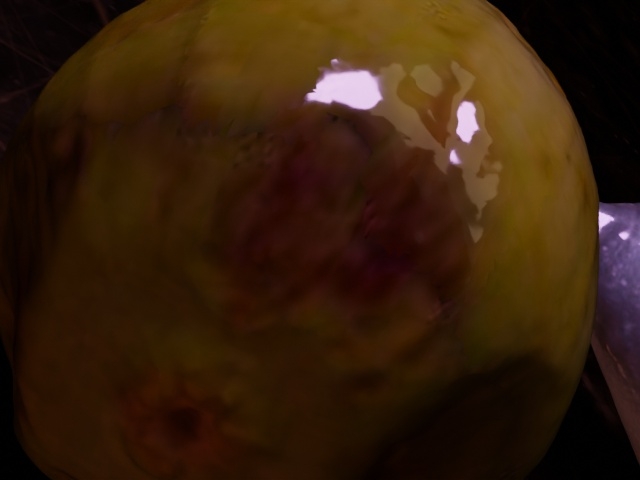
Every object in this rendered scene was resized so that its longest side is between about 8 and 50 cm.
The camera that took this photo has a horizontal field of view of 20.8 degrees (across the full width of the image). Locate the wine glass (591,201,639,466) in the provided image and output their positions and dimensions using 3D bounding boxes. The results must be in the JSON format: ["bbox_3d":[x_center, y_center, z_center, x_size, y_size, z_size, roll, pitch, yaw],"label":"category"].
[{"bbox_3d":[0.129,-0.013,0.926,0.406,0.267,0.267,33,25,-13],"label":"wine glass"}]

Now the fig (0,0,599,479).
[{"bbox_3d":[0.000,0.000,0.687,0.239,0.239,0.271,44,35,1],"label":"fig"}]
